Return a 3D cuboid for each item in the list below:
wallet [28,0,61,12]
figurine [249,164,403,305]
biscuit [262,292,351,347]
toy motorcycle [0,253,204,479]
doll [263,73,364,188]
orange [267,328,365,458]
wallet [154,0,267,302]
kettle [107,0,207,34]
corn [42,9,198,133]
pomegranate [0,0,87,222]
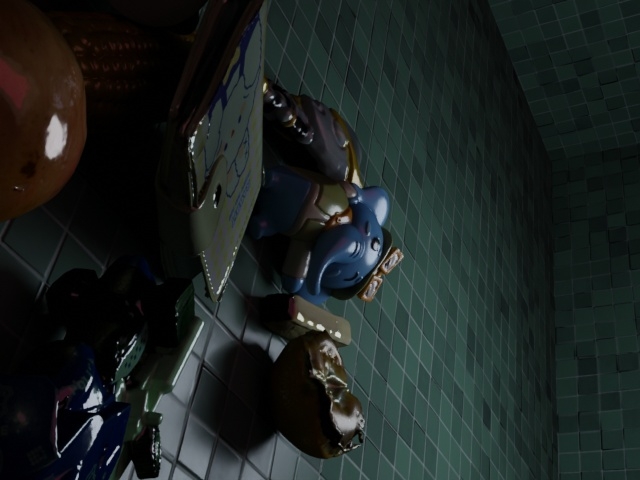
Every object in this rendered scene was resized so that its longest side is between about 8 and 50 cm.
[{"bbox_3d":[-0.338,-0.317,0.732,0.318,0.045,0.172,31,51,-56],"label":"wallet"},{"bbox_3d":[-0.002,-0.003,1.222,0.262,0.154,0.180,18,72,-43],"label":"figurine"},{"bbox_3d":[-0.015,0.115,1.216,0.188,0.056,0.052,32,51,-58],"label":"biscuit"},{"bbox_3d":[-0.198,0.134,0.691,0.331,0.125,0.196,-71,165,-57],"label":"toy motorcycle"},{"bbox_3d":[-0.021,-0.159,1.272,0.316,0.145,0.103,36,82,-48],"label":"doll"},{"bbox_3d":[-0.012,0.204,1.128,0.160,0.112,0.170,61,5,-11],"label":"orange"},{"bbox_3d":[-0.108,-0.096,0.905,0.309,0.077,0.223,98,11,-58],"label":"wallet"},{"bbox_3d":[-0.163,-0.336,0.886,0.243,0.160,0.210,-92,167,-59],"label":"kettle"},{"bbox_3d":[-0.195,-0.172,0.893,0.363,0.120,0.120,-29,107,-68],"label":"corn"},{"bbox_3d":[-0.260,-0.102,0.641,0.191,0.191,0.191,36,49,-56],"label":"pomegranate"}]
